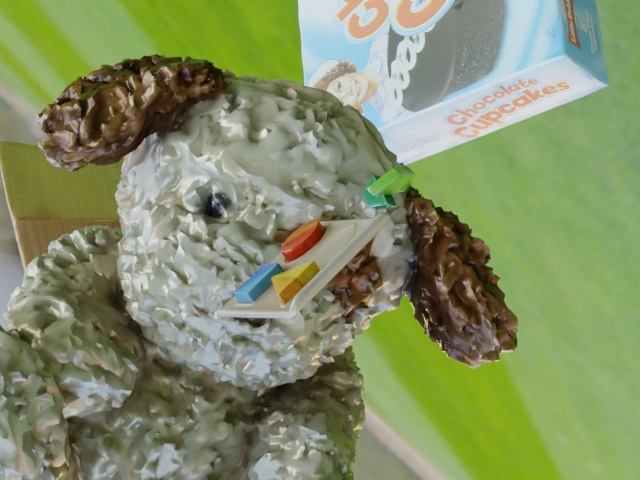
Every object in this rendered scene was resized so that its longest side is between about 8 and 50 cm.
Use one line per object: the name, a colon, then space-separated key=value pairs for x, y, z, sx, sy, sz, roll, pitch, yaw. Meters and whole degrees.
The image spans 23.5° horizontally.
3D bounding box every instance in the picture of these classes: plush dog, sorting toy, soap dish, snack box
plush dog: x=-0.042 y=0.034 z=0.706 sx=0.262 sy=0.225 sz=0.210 roll=28 pitch=-163 yaw=-10
sorting toy: x=0.000 y=0.000 z=0.587 sx=0.012 sy=0.083 sz=0.062 roll=53 pitch=152 yaw=-15
soap dish: x=-0.137 y=0.091 z=0.962 sx=0.229 sy=0.118 sz=0.291 roll=-133 pitch=31 yaw=-71
snack box: x=0.070 y=-0.216 z=0.997 sx=0.060 sy=0.187 sz=0.322 roll=23 pitch=-126 yaw=-48
